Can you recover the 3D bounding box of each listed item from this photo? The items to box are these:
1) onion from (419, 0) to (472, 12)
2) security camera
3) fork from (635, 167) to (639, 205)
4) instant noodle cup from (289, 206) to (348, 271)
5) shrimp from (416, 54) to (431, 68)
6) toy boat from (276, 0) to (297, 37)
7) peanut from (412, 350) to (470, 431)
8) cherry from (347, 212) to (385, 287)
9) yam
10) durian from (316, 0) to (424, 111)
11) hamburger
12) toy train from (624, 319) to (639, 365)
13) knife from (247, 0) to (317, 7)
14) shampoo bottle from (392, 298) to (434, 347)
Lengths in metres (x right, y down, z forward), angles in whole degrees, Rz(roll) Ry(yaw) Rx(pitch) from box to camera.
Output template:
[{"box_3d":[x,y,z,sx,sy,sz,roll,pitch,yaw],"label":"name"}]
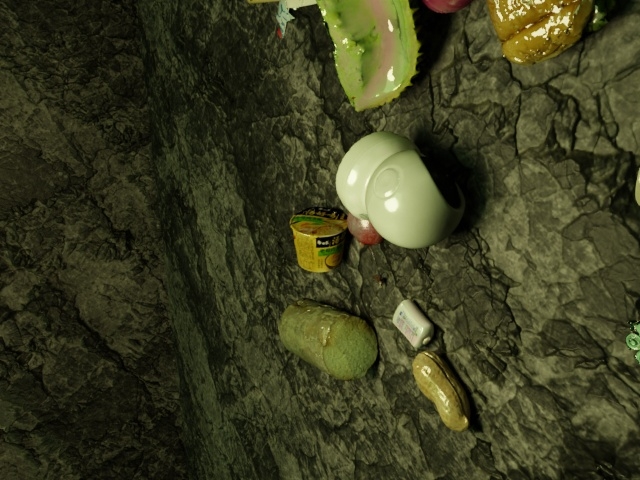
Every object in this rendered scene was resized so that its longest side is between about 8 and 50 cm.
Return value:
[{"box_3d":[0.212,-0.480,0.939,0.177,0.153,0.177,56,-177,-5],"label":"onion"},{"box_3d":[0.161,-0.085,1.061,0.236,0.194,0.195,48,135,46],"label":"security camera"},{"box_3d":[0.458,-0.152,0.753,0.034,0.028,0.219,16,114,47],"label":"fork"},{"box_3d":[0.000,0.000,1.392,0.151,0.151,0.122,37,138,48],"label":"instant noodle cup"},{"box_3d":[0.158,-0.432,1.128,0.219,0.046,0.152,47,137,43],"label":"shrimp"},{"box_3d":[-0.095,-0.632,1.497,0.149,0.034,0.105,134,119,-65],"label":"toy boat"},{"box_3d":[0.247,0.307,1.129,0.174,0.080,0.080,60,142,26],"label":"peanut"},{"box_3d":[0.110,-0.005,1.266,0.107,0.090,0.225,24,126,40],"label":"cherry"},{"box_3d":[0.009,0.244,1.412,0.268,0.161,0.161,13,108,57],"label":"yam"},{"box_3d":[0.081,-0.397,1.003,0.355,0.169,0.157,56,176,-39],"label":"durian"},{"box_3d":[0.320,-0.375,0.815,0.183,0.130,0.206,-13,88,60],"label":"hamburger"},{"box_3d":[0.484,0.169,0.766,0.071,0.038,0.148,-54,52,44],"label":"toy train"},{"box_3d":[-0.085,-0.623,1.428,0.298,0.017,0.047,14,118,38],"label":"knife"},{"box_3d":[0.204,0.184,1.196,0.099,0.043,0.072,50,136,39],"label":"shampoo bottle"}]
